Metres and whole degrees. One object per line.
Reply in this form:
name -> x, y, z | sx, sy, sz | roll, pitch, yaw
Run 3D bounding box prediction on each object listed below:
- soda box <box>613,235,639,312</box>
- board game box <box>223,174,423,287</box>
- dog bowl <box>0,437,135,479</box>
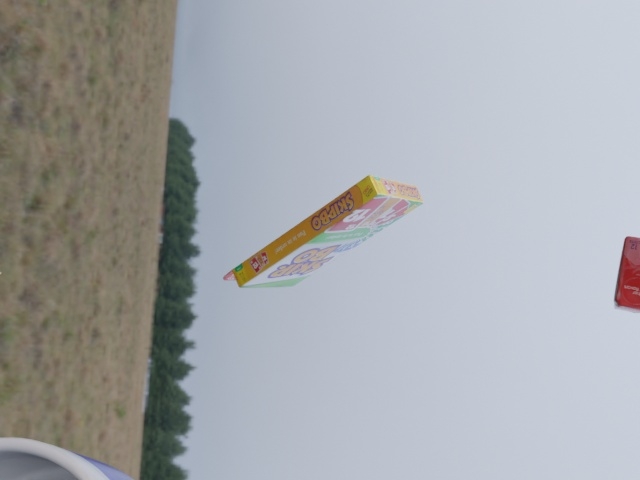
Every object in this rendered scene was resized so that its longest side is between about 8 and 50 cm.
soda box -> 0.494, 0.060, 0.918 | 0.083, 0.263, 0.092 | 17, 83, -68
board game box -> 0.000, 0.000, 1.005 | 0.259, 0.124, 0.039 | -31, -109, 28
dog bowl -> -0.245, 0.299, 0.612 | 0.104, 0.265, 0.264 | 56, 29, -61
